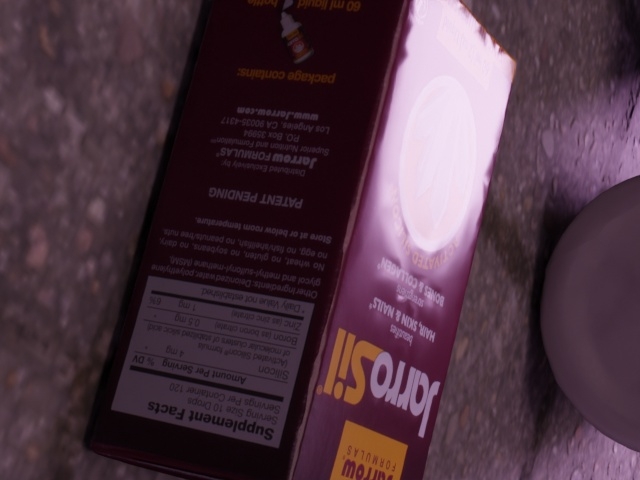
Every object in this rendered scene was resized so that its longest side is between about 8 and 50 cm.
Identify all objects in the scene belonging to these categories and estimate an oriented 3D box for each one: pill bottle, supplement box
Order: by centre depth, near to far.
[{"bbox_3d":[0.000,0.000,0.536,0.104,0.081,0.188,32,69,-58],"label":"supplement box"},{"bbox_3d":[0.254,0.040,0.909,0.278,0.162,0.162,-1,97,-61],"label":"pill bottle"}]
